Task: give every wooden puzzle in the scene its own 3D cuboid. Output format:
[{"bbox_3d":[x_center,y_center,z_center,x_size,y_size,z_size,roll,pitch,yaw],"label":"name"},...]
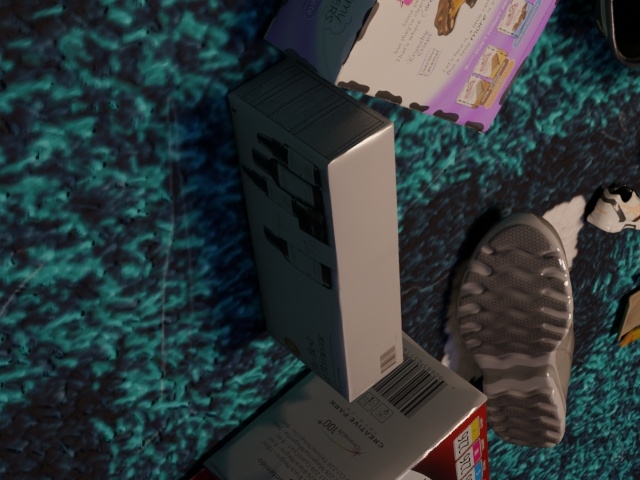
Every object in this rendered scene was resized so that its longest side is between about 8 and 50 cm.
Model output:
[{"bbox_3d":[0.376,0.080,1.454,0.079,0.014,0.116,-26,138,-42],"label":"wooden puzzle"}]

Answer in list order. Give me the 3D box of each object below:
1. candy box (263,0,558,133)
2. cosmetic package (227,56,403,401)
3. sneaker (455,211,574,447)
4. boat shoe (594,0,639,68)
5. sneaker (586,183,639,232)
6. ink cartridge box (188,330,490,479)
[{"bbox_3d":[0.077,-0.170,0.798,0.196,0.070,0.164,9,114,-54],"label":"candy box"},{"bbox_3d":[0.000,0.000,0.836,0.060,0.099,0.239,-34,142,-24],"label":"cosmetic package"},{"bbox_3d":[0.191,0.072,1.170,0.115,0.105,0.281,-70,160,-44],"label":"sneaker"},{"bbox_3d":[0.259,-0.249,0.923,0.079,0.095,0.254,-79,180,-47],"label":"boat shoe"},{"bbox_3d":[0.317,-0.035,1.248,0.109,0.040,0.043,-9,125,-47],"label":"sneaker"},{"bbox_3d":[0.013,0.266,1.069,0.272,0.130,0.309,-38,144,-20],"label":"ink cartridge box"}]
